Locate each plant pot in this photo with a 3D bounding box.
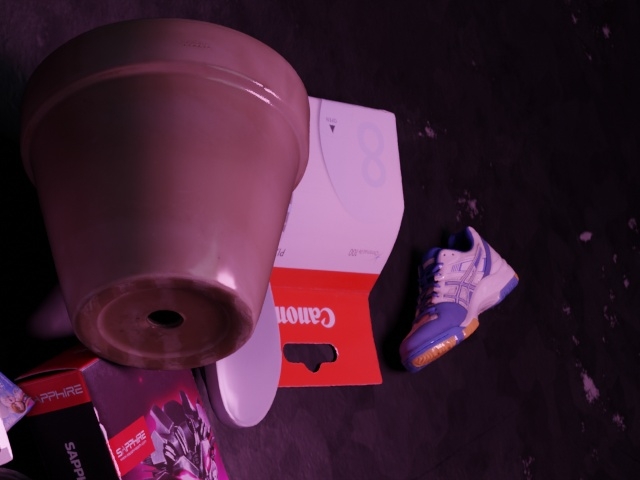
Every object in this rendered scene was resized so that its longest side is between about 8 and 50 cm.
[{"bbox_3d":[-0.163,-0.028,1.692,0.323,0.323,0.280,35,39,-42],"label":"plant pot"}]

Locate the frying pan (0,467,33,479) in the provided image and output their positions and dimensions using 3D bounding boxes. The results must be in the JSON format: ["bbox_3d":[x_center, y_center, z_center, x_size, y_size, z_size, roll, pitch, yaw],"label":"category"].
[{"bbox_3d":[-0.360,0.281,1.610,0.326,0.053,0.197,53,32,-16],"label":"frying pan"}]

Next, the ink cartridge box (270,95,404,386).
[{"bbox_3d":[0.000,0.000,2.140,0.308,0.091,0.385,5,74,-52],"label":"ink cartridge box"}]

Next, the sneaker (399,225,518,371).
[{"bbox_3d":[0.176,0.085,2.354,0.131,0.112,0.296,52,39,-3],"label":"sneaker"}]

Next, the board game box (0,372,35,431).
[{"bbox_3d":[-0.350,0.162,1.615,0.090,0.020,0.090,40,36,2],"label":"board game box"}]

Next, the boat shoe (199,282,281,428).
[{"bbox_3d":[-0.128,0.085,1.936,0.113,0.105,0.306,10,66,-47],"label":"boat shoe"}]

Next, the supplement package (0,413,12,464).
[{"bbox_3d":[-0.439,0.106,1.421,0.199,0.198,0.262,-17,93,-42],"label":"supplement package"}]

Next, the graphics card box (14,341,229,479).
[{"bbox_3d":[-0.190,0.284,1.764,0.233,0.094,0.371,-32,107,-67],"label":"graphics card box"}]
